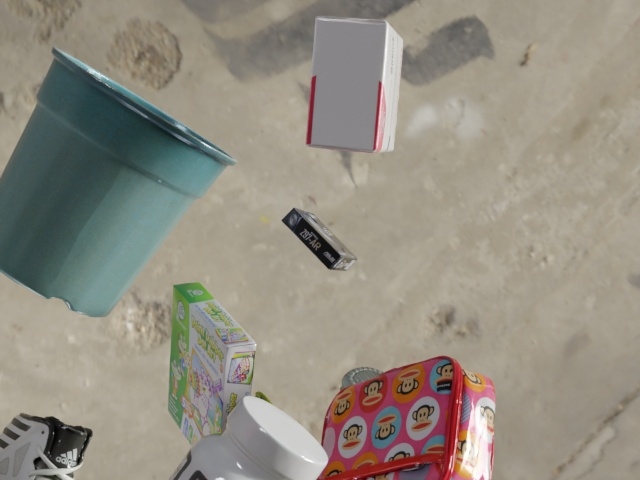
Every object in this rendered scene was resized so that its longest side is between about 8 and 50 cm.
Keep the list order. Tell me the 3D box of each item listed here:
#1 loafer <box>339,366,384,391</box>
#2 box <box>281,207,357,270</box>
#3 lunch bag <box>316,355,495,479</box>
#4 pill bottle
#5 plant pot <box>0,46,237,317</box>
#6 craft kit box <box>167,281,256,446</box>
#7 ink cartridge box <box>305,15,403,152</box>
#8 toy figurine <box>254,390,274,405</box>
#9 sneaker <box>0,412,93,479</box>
[{"bbox_3d":[0.124,0.303,2.010,0.251,0.094,0.087,19,112,-42],"label":"loafer"},{"bbox_3d":[0.000,0.000,1.050,0.018,0.083,0.067,-45,78,7],"label":"box"},{"bbox_3d":[0.119,0.321,1.582,0.120,0.258,0.293,30,144,-30],"label":"lunch bag"},{"bbox_3d":[-0.124,0.339,1.324,0.162,0.162,0.278,34,97,-31],"label":"pill bottle"},{"bbox_3d":[-0.366,-0.079,1.742,0.341,0.341,0.334,32,93,-31],"label":"plant pot"},{"bbox_3d":[-0.183,0.227,1.773,0.061,0.250,0.246,-2,111,-28],"label":"craft kit box"},{"bbox_3d":[0.051,-0.211,1.502,0.100,0.237,0.171,6,96,9],"label":"ink cartridge box"},{"bbox_3d":[-0.100,0.477,1.985,0.217,0.191,0.362,-30,123,-3],"label":"toy figurine"},{"bbox_3d":[-0.469,0.443,1.784,0.169,0.447,0.257,23,105,-39],"label":"sneaker"}]
